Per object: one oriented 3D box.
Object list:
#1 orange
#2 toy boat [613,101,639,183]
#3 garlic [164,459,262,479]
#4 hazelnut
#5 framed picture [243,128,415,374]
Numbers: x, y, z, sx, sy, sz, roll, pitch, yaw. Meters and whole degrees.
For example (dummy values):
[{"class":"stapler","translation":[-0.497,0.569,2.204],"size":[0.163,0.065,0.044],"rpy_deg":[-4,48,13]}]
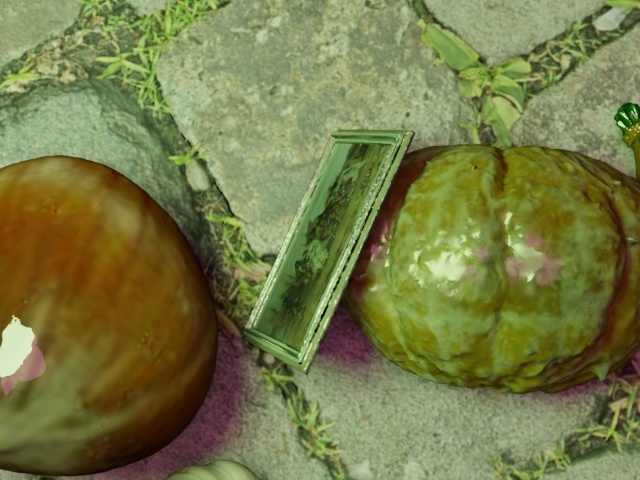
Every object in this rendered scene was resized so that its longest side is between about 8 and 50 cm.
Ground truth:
[{"class":"orange","translation":[0.189,0.032,1.306],"size":[0.369,0.210,0.270],"rpy_deg":[4,95,3]},{"class":"toy boat","translation":[0.421,-0.072,1.354],"size":[0.230,0.089,0.088],"rpy_deg":[24,100,10]},{"class":"garlic","translation":[-0.147,0.353,1.343],"size":[0.226,0.199,0.199],"rpy_deg":[-26,81,35]},{"class":"hazelnut","translation":[-0.283,0.087,1.281],"size":[0.373,0.372,0.315],"rpy_deg":[-3,122,4]},{"class":"framed picture","translation":[0.000,0.000,1.329],"size":[0.017,0.217,0.274],"rpy_deg":[26,84,-20]}]
